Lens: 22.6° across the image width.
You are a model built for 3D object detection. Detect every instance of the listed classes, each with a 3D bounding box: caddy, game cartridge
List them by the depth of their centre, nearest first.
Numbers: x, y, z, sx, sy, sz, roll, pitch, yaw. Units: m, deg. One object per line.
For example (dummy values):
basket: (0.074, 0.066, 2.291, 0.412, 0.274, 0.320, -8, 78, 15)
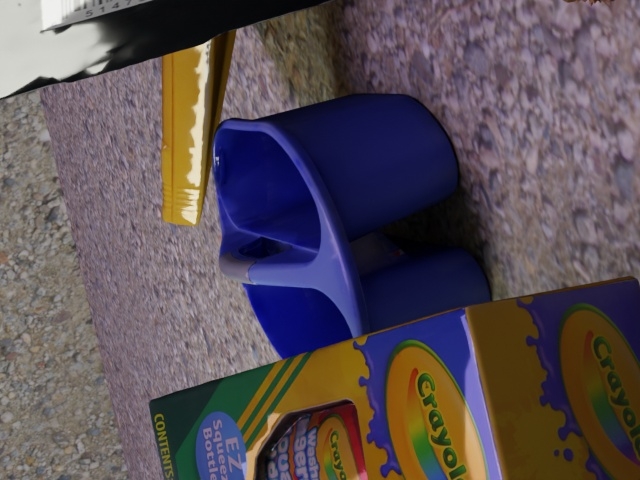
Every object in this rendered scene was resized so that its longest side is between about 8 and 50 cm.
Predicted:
caddy: (0.000, 0.000, 1.394, 0.341, 0.179, 0.241, -166, 58, -70)
game cartridge: (-0.106, -0.213, 1.492, 0.323, 0.053, 0.285, 104, 175, -58)

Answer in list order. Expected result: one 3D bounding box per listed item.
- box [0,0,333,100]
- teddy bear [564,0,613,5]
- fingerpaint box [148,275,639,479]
box: (-0.201, -0.382, 1.087, 0.297, 0.480, 0.471, 108, 140, -66)
teddy bear: (0.076, -0.213, 0.778, 0.245, 0.113, 0.338, 30, 178, 0)
fingerpaint box: (0.079, 0.282, 1.059, 0.371, 0.163, 0.444, -20, 79, 51)
